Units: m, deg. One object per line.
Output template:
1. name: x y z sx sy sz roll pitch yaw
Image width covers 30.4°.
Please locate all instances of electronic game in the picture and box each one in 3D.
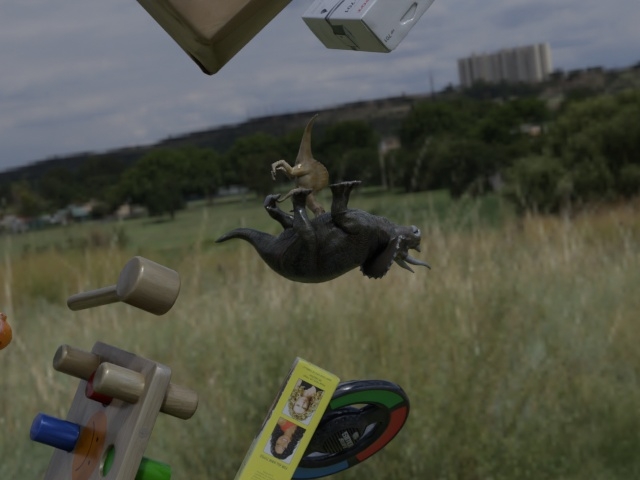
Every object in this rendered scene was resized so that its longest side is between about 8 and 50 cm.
1. electronic game: 0.025 0.278 1.718 0.229 0.048 0.229 -17 -38 -14

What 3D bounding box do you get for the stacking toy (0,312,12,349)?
1. stacking toy: -0.543 0.073 1.590 0.302 0.175 0.166 33 9 -36

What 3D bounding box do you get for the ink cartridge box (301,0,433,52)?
1. ink cartridge box: 0.078 -0.376 1.878 0.139 0.082 0.191 -51 28 -11

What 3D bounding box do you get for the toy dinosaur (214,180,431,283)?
1. toy dinosaur: 0.000 0.000 1.745 0.314 0.160 0.121 -11 3 -1

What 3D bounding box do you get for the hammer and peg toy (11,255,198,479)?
1. hammer and peg toy: -0.256 0.206 1.446 0.127 0.361 0.266 23 -9 -26

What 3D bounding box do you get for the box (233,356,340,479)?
1. box: -0.055 0.253 1.389 0.058 0.232 0.087 26 -5 -1

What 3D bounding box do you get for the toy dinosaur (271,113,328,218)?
1. toy dinosaur: -0.034 -0.113 1.937 0.093 0.183 0.053 -7 8 -6

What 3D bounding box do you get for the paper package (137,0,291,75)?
1. paper package: -0.124 -0.418 1.400 0.325 0.309 0.168 -45 2 -7
